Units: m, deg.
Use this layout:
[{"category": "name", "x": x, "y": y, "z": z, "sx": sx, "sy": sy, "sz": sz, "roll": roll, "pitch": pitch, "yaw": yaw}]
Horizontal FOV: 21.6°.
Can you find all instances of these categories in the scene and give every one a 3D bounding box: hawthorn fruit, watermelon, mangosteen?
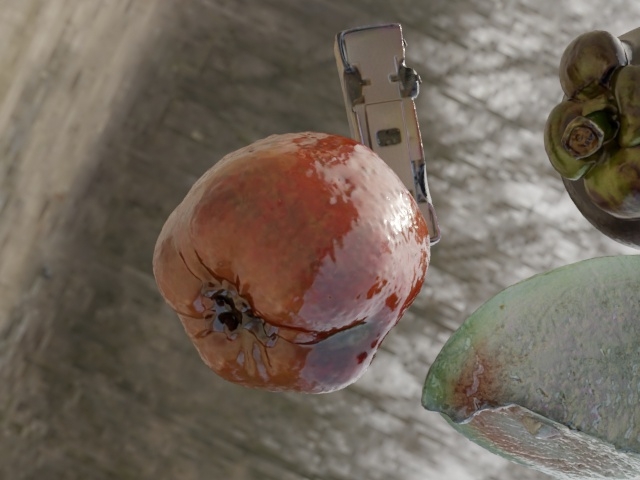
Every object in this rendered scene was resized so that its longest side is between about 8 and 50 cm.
[{"category": "hawthorn fruit", "x": 0.000, "y": 0.000, "z": 1.309, "sx": 0.243, "sy": 0.207, "sz": 0.207, "roll": -43, "pitch": 168, "yaw": -44}, {"category": "watermelon", "x": 0.249, "y": 0.173, "z": 1.654, "sx": 0.214, "sy": 0.320, "sz": 0.290, "roll": 51, "pitch": -27, "yaw": 39}, {"category": "mangosteen", "x": 0.412, "y": -0.142, "z": 2.055, "sx": 0.297, "sy": 0.313, "sz": 0.297, "roll": -48, "pitch": -164, "yaw": 18}]

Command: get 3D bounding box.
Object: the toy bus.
[{"category": "toy bus", "x": 0.080, "y": -0.117, "z": 2.014, "sx": 0.112, "sy": 0.090, "sz": 0.274, "roll": 109, "pitch": -27, "yaw": -79}]
